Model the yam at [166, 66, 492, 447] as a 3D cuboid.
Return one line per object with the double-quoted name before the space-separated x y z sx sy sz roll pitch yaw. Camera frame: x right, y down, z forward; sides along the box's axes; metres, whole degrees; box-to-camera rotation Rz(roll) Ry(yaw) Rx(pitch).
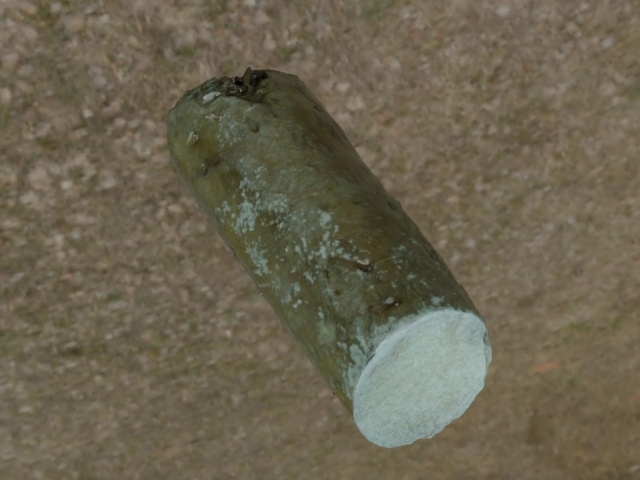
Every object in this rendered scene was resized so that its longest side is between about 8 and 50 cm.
"yam" 0.000 0.000 0.453 0.078 0.179 0.078 -24 147 -17
